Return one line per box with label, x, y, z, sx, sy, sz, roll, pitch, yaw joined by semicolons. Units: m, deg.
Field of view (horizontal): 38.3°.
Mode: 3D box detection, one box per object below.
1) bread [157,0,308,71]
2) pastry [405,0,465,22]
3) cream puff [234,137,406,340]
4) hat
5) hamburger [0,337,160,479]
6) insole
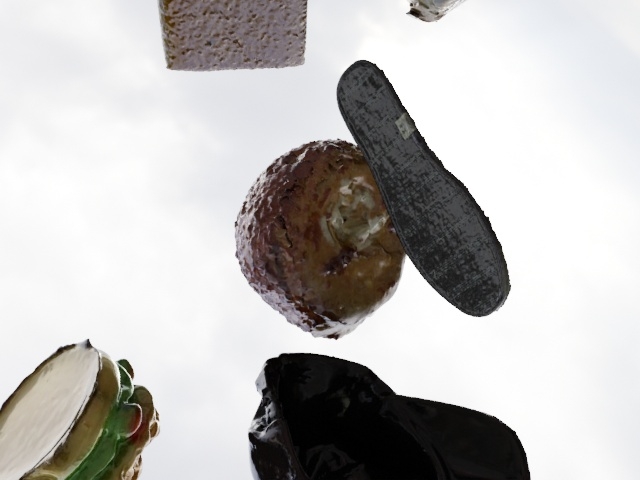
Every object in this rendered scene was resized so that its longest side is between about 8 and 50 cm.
bread;-0.053;-0.149;0.554;0.090;0.094;0.035;-5;-132;-8
pastry;0.199;-0.390;1.252;0.100;0.229;0.218;54;-156;-3
cream puff;0.000;0.000;1.108;0.240;0.164;0.240;14;-109;-45
hat;0.057;0.289;1.048;0.336;0.209;0.238;21;-147;6
hamburger;-0.296;0.250;1.142;0.149;0.237;0.237;45;-159;-29
insole;0.097;-0.057;0.941;0.012;0.110;0.309;-8;-116;-43
